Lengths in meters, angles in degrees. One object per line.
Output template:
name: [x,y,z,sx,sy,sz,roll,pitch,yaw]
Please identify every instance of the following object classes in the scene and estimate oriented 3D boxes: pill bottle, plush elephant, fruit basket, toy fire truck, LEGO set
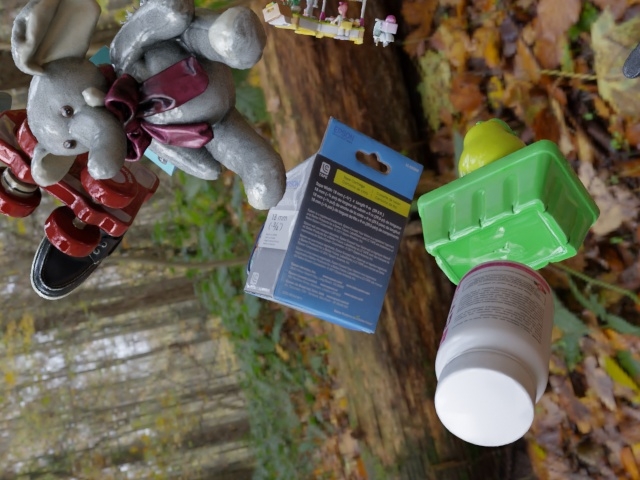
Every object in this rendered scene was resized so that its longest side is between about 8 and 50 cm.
pill bottle: [0.260,0.161,1.224,0.283,0.160,0.160,-58,-36,-57]
plush elephant: [-0.235,-0.168,0.998,0.330,0.255,0.272,40,150,32]
fruit basket: [0.421,-0.099,1.900,0.283,0.392,0.392,50,-175,-21]
toy fire truck: [-0.453,-0.134,1.504,0.302,0.169,0.254,36,-154,-15]
LEGO set: [0.009,-0.456,1.612,0.132,0.287,0.107,26,110,60]

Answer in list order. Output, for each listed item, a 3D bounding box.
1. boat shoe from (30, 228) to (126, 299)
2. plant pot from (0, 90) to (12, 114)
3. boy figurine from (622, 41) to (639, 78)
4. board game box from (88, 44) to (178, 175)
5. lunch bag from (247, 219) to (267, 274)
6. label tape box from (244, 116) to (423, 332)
boat shoe: [-0.466,-0.029,1.692,0.127,0.340,0.113,44,149,-9]
plant pot: [-0.837,-0.226,1.710,0.252,0.247,0.247,-29,-47,-82]
boy figurine: [0.646,-0.240,1.388,0.092,0.285,0.177,-59,29,20]
board game box: [-0.515,-0.363,2.340,0.336,0.079,0.254,39,153,-3]
lunch bag: [0.000,0.000,1.771,0.115,0.303,0.243,57,-148,-29]
label tape box: [0.030,-0.024,1.507,0.106,0.240,0.334,5,75,55]
